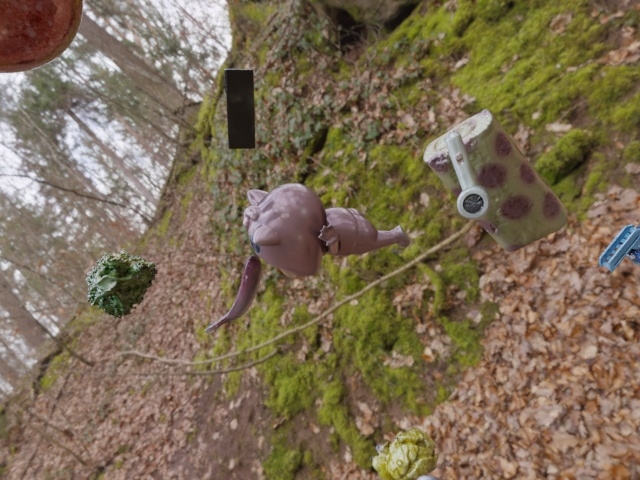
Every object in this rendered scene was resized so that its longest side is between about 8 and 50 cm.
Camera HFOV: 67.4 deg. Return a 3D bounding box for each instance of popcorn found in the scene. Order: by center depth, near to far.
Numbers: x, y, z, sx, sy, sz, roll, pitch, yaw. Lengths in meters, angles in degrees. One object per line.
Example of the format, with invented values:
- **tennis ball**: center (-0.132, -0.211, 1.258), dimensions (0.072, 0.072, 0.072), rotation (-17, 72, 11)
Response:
- **popcorn**: center (0.246, 0.647, 1.401), dimensions (0.195, 0.173, 0.168), rotation (-36, -1, 15)

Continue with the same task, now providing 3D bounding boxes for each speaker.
- **speaker**: center (-0.227, -0.372, 1.361), dimensions (0.044, 0.082, 0.218), rotation (-108, 19, -71)

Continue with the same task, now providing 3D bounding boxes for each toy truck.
- **toy truck**: center (0.456, 0.015, 0.697), dimensions (0.090, 0.073, 0.056), rotation (-10, 13, 4)

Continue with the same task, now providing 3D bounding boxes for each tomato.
- **tomato**: center (-0.539, -0.401, 0.798), dimensions (0.270, 0.270, 0.227), rotation (-42, -36, -35)

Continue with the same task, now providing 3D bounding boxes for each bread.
- **bread**: center (0.429, -0.136, 1.174), dimensions (0.187, 0.338, 0.155), rotation (-34, 22, 34)

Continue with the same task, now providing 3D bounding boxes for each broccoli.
- **broccoli**: center (-0.566, 0.120, 1.341), dimensions (0.220, 0.194, 0.194), rotation (-27, -11, -10)

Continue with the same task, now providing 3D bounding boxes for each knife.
- **knife**: center (-0.170, 0.123, 1.067), dimensions (0.123, 0.053, 0.278), rotation (-34, -15, -42)

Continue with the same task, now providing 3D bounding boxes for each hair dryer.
- **hair dryer**: center (0.217, -0.101, 0.720), dimensions (0.047, 0.137, 0.082), rotation (-18, 2, 21)

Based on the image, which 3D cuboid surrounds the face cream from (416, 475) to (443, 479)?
- **face cream**: center (0.257, 0.729, 1.083), dimensions (0.080, 0.163, 0.336), rotation (-11, 47, 26)

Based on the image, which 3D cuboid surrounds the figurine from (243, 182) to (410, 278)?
- **figurine**: center (0.000, 0.000, 0.861), dimensions (0.288, 0.176, 0.186), rotation (3, -54, -28)
